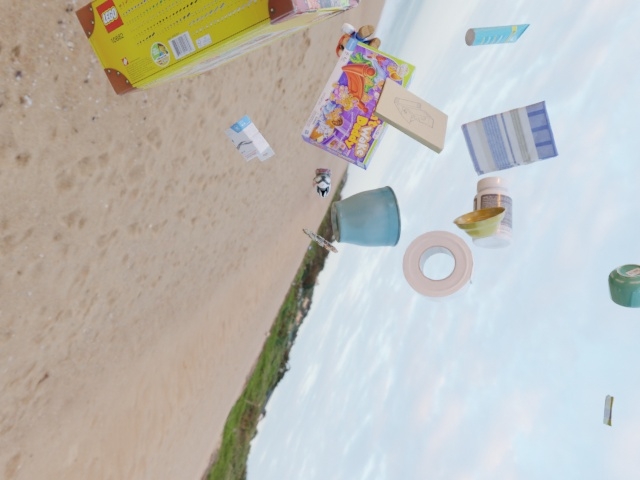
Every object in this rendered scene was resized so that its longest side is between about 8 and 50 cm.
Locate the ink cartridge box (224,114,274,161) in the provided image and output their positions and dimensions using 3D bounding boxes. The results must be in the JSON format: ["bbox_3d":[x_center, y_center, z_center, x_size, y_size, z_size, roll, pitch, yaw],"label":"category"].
[{"bbox_3d":[-0.271,-0.375,1.707,0.104,0.180,0.060,-16,-152,49],"label":"ink cartridge box"}]

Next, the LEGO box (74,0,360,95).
[{"bbox_3d":[-0.214,-0.526,1.005,0.372,0.500,0.193,-52,126,-54],"label":"LEGO box"}]

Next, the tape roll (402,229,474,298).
[{"bbox_3d":[0.484,0.106,1.821,0.286,0.286,0.100,-65,152,-9],"label":"tape roll"}]

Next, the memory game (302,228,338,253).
[{"bbox_3d":[0.000,0.000,1.912,0.012,0.186,0.186,-56,-178,7],"label":"memory game"}]

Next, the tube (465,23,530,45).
[{"bbox_3d":[0.567,-0.661,1.433,0.080,0.207,0.052,134,-57,-71],"label":"tube"}]

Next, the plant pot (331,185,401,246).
[{"bbox_3d":[0.186,-0.090,1.946,0.271,0.255,0.271,173,-90,-82],"label":"plant pot"}]

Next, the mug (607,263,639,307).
[{"bbox_3d":[0.970,0.125,1.384,0.129,0.097,0.158,-2,-151,40],"label":"mug"}]

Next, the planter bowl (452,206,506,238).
[{"bbox_3d":[0.673,-0.064,1.861,0.217,0.217,0.090,-69,141,-78],"label":"planter bowl"}]

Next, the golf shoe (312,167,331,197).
[{"bbox_3d":[0.002,-0.190,1.590,0.186,0.067,0.086,84,10,-79],"label":"golf shoe"}]

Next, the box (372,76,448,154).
[{"bbox_3d":[0.238,-0.325,1.154,0.021,0.201,0.164,-50,-165,48],"label":"box"}]

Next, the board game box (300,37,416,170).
[{"bbox_3d":[0.121,-0.434,1.426,0.347,0.233,0.078,-63,172,-1],"label":"board game box"}]

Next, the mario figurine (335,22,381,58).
[{"bbox_3d":[0.161,-0.961,2.222,0.320,0.170,0.198,-149,-123,-65],"label":"mario figurine"}]

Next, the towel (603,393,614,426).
[{"bbox_3d":[0.810,0.476,1.251,0.060,0.009,0.083,42,59,-68],"label":"towel"}]

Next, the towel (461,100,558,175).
[{"bbox_3d":[0.649,-0.347,1.542,0.285,0.209,0.034,-10,-152,38],"label":"towel"}]

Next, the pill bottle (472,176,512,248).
[{"bbox_3d":[0.938,-0.152,2.429,0.204,0.204,0.361,118,-18,-72],"label":"pill bottle"}]
